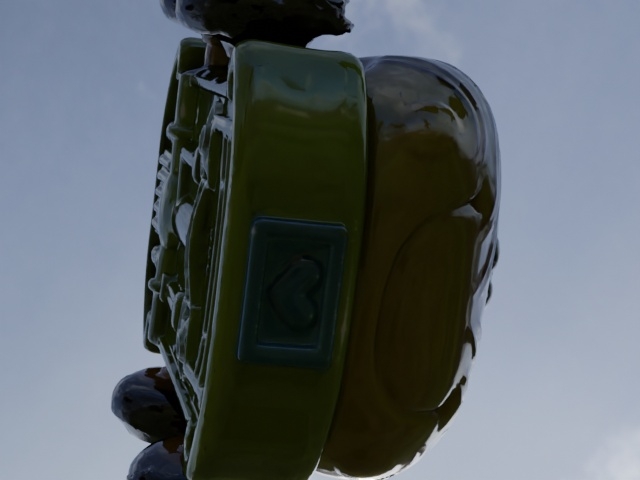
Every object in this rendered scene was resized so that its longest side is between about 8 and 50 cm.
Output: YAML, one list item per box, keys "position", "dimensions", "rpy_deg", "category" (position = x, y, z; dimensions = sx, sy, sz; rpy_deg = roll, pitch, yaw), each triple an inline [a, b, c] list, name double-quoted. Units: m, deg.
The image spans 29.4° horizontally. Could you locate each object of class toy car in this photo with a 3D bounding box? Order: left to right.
- position: [0.000, 0.000, 0.481]
  dimensions: [0.142, 0.248, 0.200]
  rpy_deg: [5, -78, -14]
  category: "toy car"
